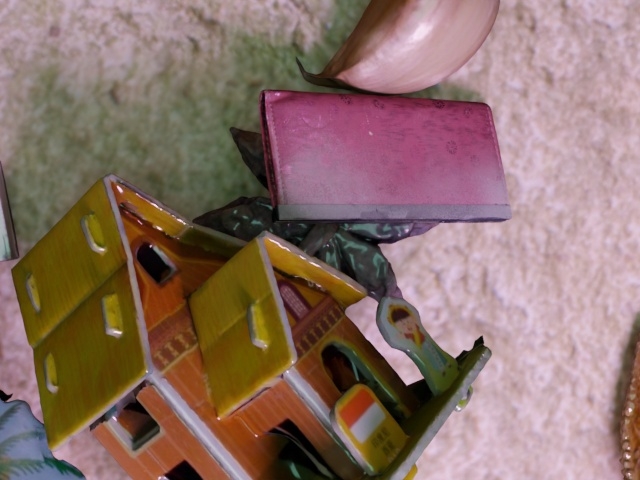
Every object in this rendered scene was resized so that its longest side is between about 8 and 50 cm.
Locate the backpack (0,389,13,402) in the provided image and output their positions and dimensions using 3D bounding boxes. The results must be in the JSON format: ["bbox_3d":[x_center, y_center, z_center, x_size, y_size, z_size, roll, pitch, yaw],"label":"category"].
[{"bbox_3d":[-0.362,0.114,0.939,0.206,0.133,0.258,8,103,-11],"label":"backpack"}]

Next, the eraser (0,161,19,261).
[{"bbox_3d":[-0.388,-0.007,0.988,0.225,0.052,0.096,-11,92,-5],"label":"eraser"}]

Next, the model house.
[{"bbox_3d":[-0.119,0.112,0.851,0.324,0.340,0.300,49,128,1],"label":"model house"}]

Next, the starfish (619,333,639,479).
[{"bbox_3d":[0.336,0.351,1.049,0.398,0.132,0.384,41,93,-3],"label":"starfish"}]

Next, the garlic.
[{"bbox_3d":[0.089,-0.199,0.997,0.128,0.115,0.207,36,91,-12],"label":"garlic"}]

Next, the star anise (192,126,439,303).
[{"bbox_3d":[0.001,0.000,1.014,0.230,0.081,0.263,2,90,-16],"label":"star anise"}]

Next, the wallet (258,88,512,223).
[{"bbox_3d":[0.059,-0.073,0.990,0.232,0.025,0.119,0,74,-26],"label":"wallet"}]
